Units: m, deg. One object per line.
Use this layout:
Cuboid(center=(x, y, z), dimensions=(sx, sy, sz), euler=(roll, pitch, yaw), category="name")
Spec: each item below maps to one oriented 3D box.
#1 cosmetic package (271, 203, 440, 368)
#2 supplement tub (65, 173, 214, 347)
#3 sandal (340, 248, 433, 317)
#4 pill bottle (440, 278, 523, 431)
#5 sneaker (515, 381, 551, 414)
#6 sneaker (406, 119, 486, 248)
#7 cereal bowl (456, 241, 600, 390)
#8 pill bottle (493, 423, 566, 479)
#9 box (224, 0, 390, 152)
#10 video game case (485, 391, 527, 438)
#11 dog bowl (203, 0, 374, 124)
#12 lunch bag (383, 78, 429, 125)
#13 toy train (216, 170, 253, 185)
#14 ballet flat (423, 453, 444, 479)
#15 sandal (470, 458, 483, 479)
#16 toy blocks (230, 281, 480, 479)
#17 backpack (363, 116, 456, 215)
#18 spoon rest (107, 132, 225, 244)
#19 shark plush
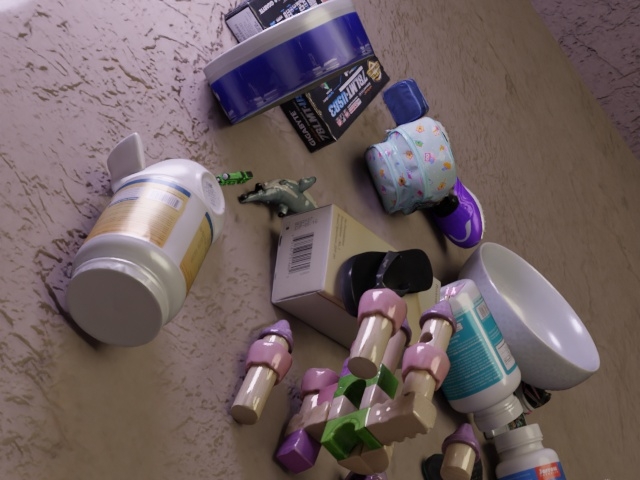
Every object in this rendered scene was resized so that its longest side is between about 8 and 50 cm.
Cuboid(center=(0.065, 0.083, 1.842), dimensions=(0.309, 0.113, 0.160), euler=(33, 53, -42), category="cosmetic package")
Cuboid(center=(-0.224, 0.023, 1.405), dimensions=(0.144, 0.144, 0.199), euler=(51, 31, -22), category="supplement tub")
Cuboid(center=(0.112, 0.054, 1.772), dimensions=(0.254, 0.054, 0.097), euler=(-19, 93, -54), category="sandal")
Cuboid(center=(0.273, 0.215, 2.065), dimensions=(0.264, 0.146, 0.146), euler=(63, 29, -2), category="pill bottle")
Cuboid(center=(0.444, 0.274, 2.369), dimensions=(0.072, 0.077, 0.178), euler=(23, 48, -52), category="sneaker")
Cuboid(center=(0.230, -0.113, 2.317), dimensions=(0.146, 0.102, 0.293), euler=(-5, 67, -55), category="sneaker")
Cuboid(center=(0.396, 0.172, 2.264), dimensions=(0.339, 0.141, 0.339), euler=(37, 24, -20), category="cereal bowl")
Cuboid(center=(0.399, 0.462, 2.099), dimensions=(0.124, 0.124, 0.221), euler=(7, 61, -57), category="pill bottle")
Cuboid(center=(-0.014, -0.355, 2.093), dimensions=(0.293, 0.073, 0.295), euler=(58, 37, -16), category="box")
Cuboid(center=(0.345, 0.298, 2.246), dimensions=(0.173, 0.022, 0.190), euler=(7, 60, -56), category="video game case")
Cuboid(center=(-0.050, -0.288, 1.813), dimensions=(0.104, 0.265, 0.265), euler=(64, 29, -6), category="dog bowl")
Cuboid(center=(0.188, -0.295, 2.410), dimensions=(0.098, 0.067, 0.065), euler=(63, 29, -4), category="lunch bag")
Cuboid(center=(-0.135, -0.099, 1.773), dimensions=(0.083, 0.024, 0.017), euler=(-12, 78, -61), category="toy train")
Cuboid(center=(0.239, 0.455, 1.898), dimensions=(0.074, 0.074, 0.203), euler=(-7, 74, -60), category="ballet flat")
Cuboid(center=(0.257, 0.445, 1.978), dimensions=(0.067, 0.040, 0.179), euler=(9, 74, -50), category="sandal")
Cuboid(center=(0.082, 0.205, 1.613), dimensions=(0.309, 0.289, 0.260), euler=(48, 38, -21), category="toy blocks")
Cuboid(center=(0.175, -0.142, 2.142), dimensions=(0.144, 0.188, 0.166), euler=(-17, 82, -23), category="backpack")
Cuboid(center=(-0.217, -0.073, 1.584), dimensions=(0.276, 0.084, 0.137), euler=(35, 40, -63), category="spoon rest")
Cuboid(center=(-0.060, -0.068, 1.828), dimensions=(0.161, 0.073, 0.067), euler=(7, 71, -57), category="shark plush")
